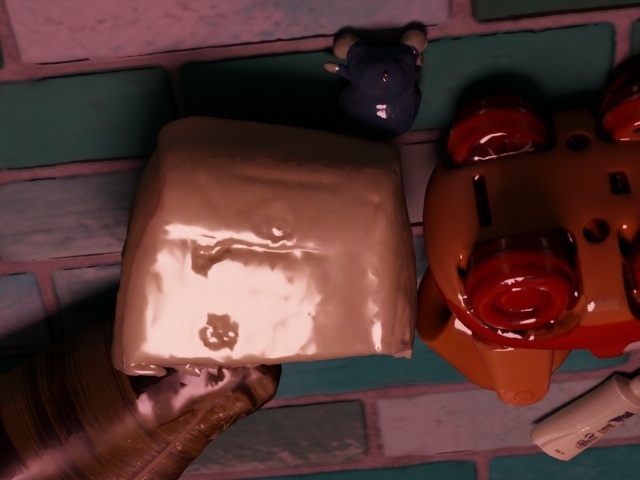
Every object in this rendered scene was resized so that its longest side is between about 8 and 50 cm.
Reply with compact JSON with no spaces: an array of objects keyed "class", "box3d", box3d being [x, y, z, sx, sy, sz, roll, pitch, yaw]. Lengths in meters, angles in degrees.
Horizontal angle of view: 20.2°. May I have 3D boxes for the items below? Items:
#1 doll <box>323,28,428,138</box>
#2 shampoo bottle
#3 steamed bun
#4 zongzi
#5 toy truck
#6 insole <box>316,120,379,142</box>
[{"class":"doll","box3d":[0.040,-0.112,1.320,0.076,0.050,0.083,1,137,2]},{"class":"shampoo bottle","box3d":[0.254,0.149,1.601,0.049,0.034,0.141,36,122,-26]},{"class":"steamed bun","box3d":[-0.035,0.008,1.346,0.225,0.170,0.200,8,105,-7]},{"class":"zongzi","box3d":[-0.131,0.166,1.543,0.286,0.134,0.288,-26,144,15]},{"class":"toy truck","box3d":[0.196,0.015,1.367,0.264,0.189,0.239,-8,144,5]},{"class":"insole","box3d":[0.000,0.000,1.457,0.086,0.005,0.253,7,134,-10]}]
